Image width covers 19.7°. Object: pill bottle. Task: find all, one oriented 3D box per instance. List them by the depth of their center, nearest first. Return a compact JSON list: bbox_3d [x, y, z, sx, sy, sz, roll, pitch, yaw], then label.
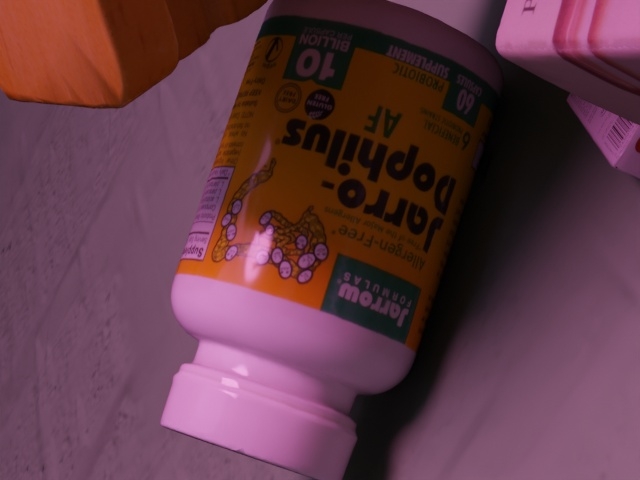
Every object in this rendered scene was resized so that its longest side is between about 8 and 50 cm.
[{"bbox_3d":[0.000,0.000,0.845,0.117,0.118,0.208,0,70,67],"label":"pill bottle"}]

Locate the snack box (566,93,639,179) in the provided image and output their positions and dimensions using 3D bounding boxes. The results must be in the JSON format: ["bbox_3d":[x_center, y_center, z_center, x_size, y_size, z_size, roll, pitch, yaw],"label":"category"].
[{"bbox_3d":[0.157,-0.112,0.710,0.178,0.022,0.064,-60,22,21],"label":"snack box"}]

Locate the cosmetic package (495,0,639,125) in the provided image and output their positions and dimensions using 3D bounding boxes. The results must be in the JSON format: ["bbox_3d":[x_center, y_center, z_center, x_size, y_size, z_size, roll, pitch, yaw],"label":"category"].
[{"bbox_3d":[0.185,-0.095,0.484,0.296,0.129,0.153,9,79,68],"label":"cosmetic package"}]

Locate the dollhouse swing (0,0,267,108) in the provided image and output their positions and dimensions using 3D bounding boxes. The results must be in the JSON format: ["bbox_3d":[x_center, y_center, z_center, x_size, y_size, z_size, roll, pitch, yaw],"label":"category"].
[{"bbox_3d":[0.065,-0.196,0.659,0.347,0.315,0.305,-38,47,-25],"label":"dollhouse swing"}]
